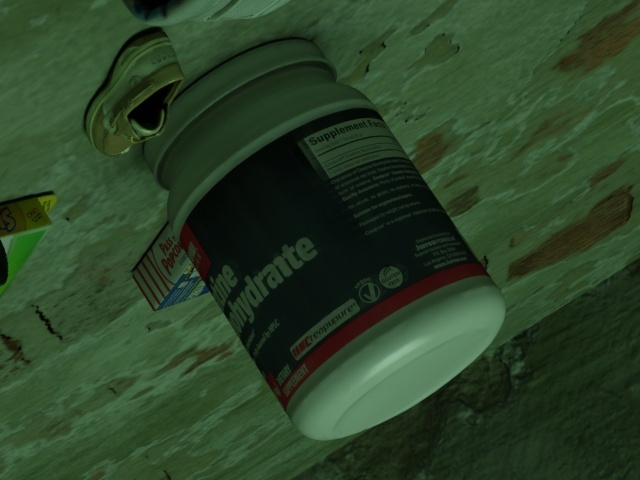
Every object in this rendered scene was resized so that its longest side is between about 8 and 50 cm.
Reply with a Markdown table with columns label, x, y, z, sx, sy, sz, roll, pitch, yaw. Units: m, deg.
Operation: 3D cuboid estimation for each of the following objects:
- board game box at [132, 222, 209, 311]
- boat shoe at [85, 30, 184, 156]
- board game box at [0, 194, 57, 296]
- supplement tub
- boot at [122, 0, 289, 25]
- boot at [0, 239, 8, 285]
| label | x | y | z | sx | sy | sz | roll | pitch | yaw |
| --- | --- | --- | --- | --- | --- | --- | --- | --- | --- |
| board game box | -0.060 | -0.014 | 1.715 | 0.193 | 0.045 | 0.147 | -18 | 157 | -42 |
| boat shoe | -0.133 | -0.094 | 1.354 | 0.050 | 0.045 | 0.135 | -23 | 161 | -30 |
| board game box | -0.314 | 0.033 | 1.404 | 0.259 | 0.039 | 0.124 | -20 | 160 | -45 |
| supplement tub | 0.000 | 0.000 | 1.467 | 0.191 | 0.272 | 0.191 | -30 | 163 | -10 |
| boot | -0.018 | -0.214 | 1.136 | 0.123 | 0.095 | 0.258 | -24 | 164 | -50 |
| boot | -0.269 | -0.011 | 1.096 | 0.137 | 0.198 | 0.077 | -28 | 130 | -7 |
